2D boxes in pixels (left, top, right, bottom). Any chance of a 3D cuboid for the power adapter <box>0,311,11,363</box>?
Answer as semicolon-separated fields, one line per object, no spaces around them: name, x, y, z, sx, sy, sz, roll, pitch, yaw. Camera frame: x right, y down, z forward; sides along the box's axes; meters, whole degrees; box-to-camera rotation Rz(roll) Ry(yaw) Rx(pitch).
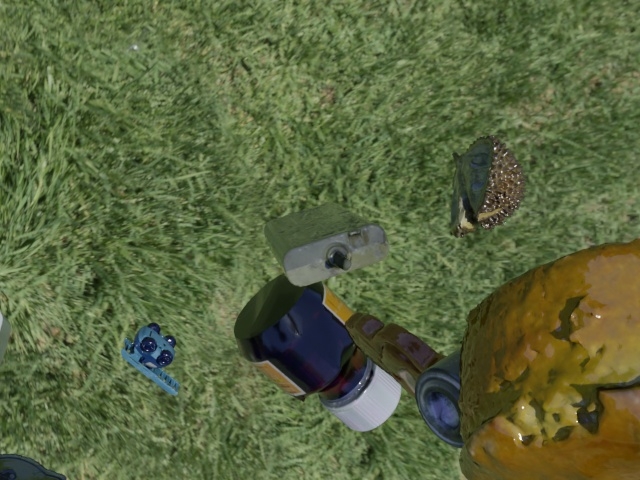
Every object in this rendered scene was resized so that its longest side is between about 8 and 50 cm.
power adapter;-0.732;0.208;1.559;0.130;0.205;0.125;13;72;-11

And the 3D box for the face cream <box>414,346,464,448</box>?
face cream;0.205;0.095;0.686;0.283;0.073;0.073;-23;97;-37

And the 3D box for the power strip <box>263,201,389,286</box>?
power strip;0.000;0.000;0.705;0.092;0.268;0.034;-17;100;-6

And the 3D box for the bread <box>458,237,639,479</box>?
bread;0.209;0.105;0.495;0.268;0.268;0.146;9;56;-23

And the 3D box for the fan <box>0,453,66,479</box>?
fan;-0.658;0.563;1.511;0.335;0.011;0.230;-30;100;8

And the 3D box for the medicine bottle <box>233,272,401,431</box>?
medicine bottle;0.005;0.265;1.643;0.242;0.242;0.395;-48;116;-18

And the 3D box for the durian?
durian;0.180;-0.057;0.798;0.071;0.140;0.110;21;118;-17

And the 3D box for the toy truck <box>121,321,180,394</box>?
toy truck;-0.281;0.210;1.300;0.074;0.063;0.136;-37;113;18

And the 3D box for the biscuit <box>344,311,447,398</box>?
biscuit;0.160;0.204;1.063;0.047;0.333;0.202;-46;137;-15
